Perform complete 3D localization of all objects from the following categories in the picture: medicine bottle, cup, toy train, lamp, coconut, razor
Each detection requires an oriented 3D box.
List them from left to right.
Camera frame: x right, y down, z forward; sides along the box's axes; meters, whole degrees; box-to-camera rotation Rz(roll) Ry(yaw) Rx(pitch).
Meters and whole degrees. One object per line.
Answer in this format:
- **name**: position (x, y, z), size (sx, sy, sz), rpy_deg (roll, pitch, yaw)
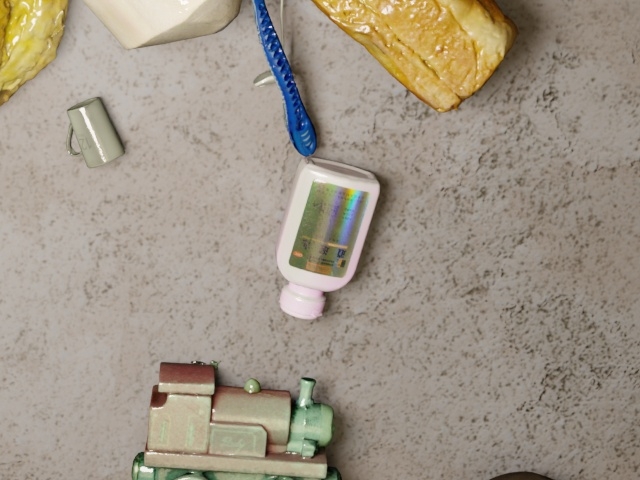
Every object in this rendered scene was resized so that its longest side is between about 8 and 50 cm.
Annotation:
- **cup**: position (-0.309, -0.145, 1.901), size (0.054, 0.075, 0.083), rpy_deg (-32, 110, -34)
- **coconut**: position (-0.194, -0.346, 1.755), size (0.241, 0.241, 0.241), rpy_deg (-2, 109, -5)
- **toy train**: position (-0.114, 0.295, 2.018), size (0.304, 0.150, 0.221), rpy_deg (5, 102, -6)
- **lamp**: position (-0.065, -0.302, 1.865), size (0.056, 0.050, 0.198), rpy_deg (-4, 109, -6)
- **razor**: position (-0.051, -0.241, 1.827), size (0.093, 0.056, 0.324), rpy_deg (-43, 141, -29)
- **medicine bottle**: position (0.000, 0.000, 1.959), size (0.115, 0.078, 0.219), rpy_deg (13, 106, -12)

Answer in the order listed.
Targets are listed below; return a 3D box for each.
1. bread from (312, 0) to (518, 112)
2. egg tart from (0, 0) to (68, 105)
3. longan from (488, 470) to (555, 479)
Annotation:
- **bread**: position (0.113, -0.311, 1.838), size (0.294, 0.132, 0.167), rpy_deg (39, 101, -17)
- **egg tart**: position (-0.512, -0.276, 1.779), size (0.351, 0.153, 0.339), rpy_deg (27, 107, -13)
- **longan**: position (0.298, 0.437, 2.077), size (0.220, 0.196, 0.196), rpy_deg (5, 109, 6)
